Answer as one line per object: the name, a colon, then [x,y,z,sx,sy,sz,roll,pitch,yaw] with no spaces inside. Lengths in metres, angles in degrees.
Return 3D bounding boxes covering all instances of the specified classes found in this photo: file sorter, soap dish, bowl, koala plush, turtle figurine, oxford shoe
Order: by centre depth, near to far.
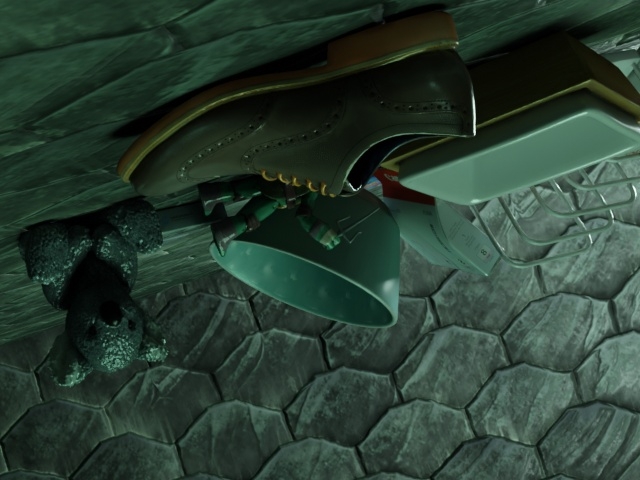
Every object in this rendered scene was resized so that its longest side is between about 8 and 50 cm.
oxford shoe: [-0.029,-0.094,1.240,0.363,0.133,0.130,-20,177,21]
soap dish: [0.244,-0.148,1.637,0.290,0.118,0.229,-21,162,30]
koala plush: [-0.307,0.082,1.806,0.196,0.221,0.203,-17,177,-25]
turtle figurine: [-0.047,-0.065,1.830,0.234,0.118,0.175,-16,-143,-7]
file sorter: [0.354,-0.109,1.869,0.192,0.173,0.278,-12,151,-32]
bowl: [0.000,0.000,2.023,0.311,0.163,0.311,21,165,6]

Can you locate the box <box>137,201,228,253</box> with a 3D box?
box: [-0.260,-0.014,2.067,0.186,0.038,0.145,-23,174,42]

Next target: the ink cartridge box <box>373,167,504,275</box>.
ink cartridge box: [0.146,-0.040,1.987,0.066,0.232,0.189,-58,-159,-7]

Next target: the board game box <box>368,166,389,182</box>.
board game box: [0.076,-0.115,2.161,0.210,0.047,0.160,-17,176,-28]

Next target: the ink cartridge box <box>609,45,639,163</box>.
ink cartridge box: [0.505,-0.218,1.934,0.153,0.087,0.208,-17,155,-30]
